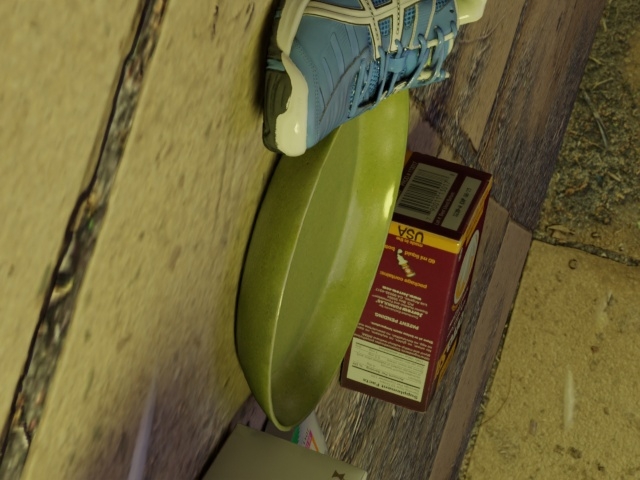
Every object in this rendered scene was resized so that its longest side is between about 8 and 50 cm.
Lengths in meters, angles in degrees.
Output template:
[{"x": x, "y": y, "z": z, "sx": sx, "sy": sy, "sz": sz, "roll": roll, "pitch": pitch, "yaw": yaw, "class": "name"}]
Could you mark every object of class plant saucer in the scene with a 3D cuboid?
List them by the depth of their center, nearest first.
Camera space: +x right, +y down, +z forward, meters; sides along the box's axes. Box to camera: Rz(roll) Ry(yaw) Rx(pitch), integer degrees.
[{"x": 0.000, "y": 0.000, "z": 0.818, "sx": 0.241, "sy": 0.037, "sz": 0.240, "roll": 17, "pitch": 90, "yaw": -76, "class": "plant saucer"}]

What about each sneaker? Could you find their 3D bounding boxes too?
[{"x": 0.030, "y": -0.113, "z": 0.705, "sx": 0.211, "sy": 0.081, "sz": 0.080, "roll": -57, "pitch": 161, "yaw": -45, "class": "sneaker"}]

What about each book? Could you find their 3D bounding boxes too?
[{"x": -0.025, "y": 0.173, "z": 0.952, "sx": 0.144, "sy": 0.035, "sz": 0.096, "roll": 74, "pitch": 31, "yaw": -63, "class": "book"}]

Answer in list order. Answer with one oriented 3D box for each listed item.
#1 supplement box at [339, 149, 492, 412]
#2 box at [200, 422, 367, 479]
[{"x": 0.078, "y": 0.036, "z": 1.071, "sx": 0.104, "sy": 0.081, "sz": 0.188, "roll": -57, "pitch": 160, "yaw": -48, "class": "supplement box"}, {"x": -0.042, "y": 0.226, "z": 0.811, "sx": 0.130, "sy": 0.091, "sz": 0.170, "roll": -56, "pitch": 159, "yaw": -48, "class": "box"}]
